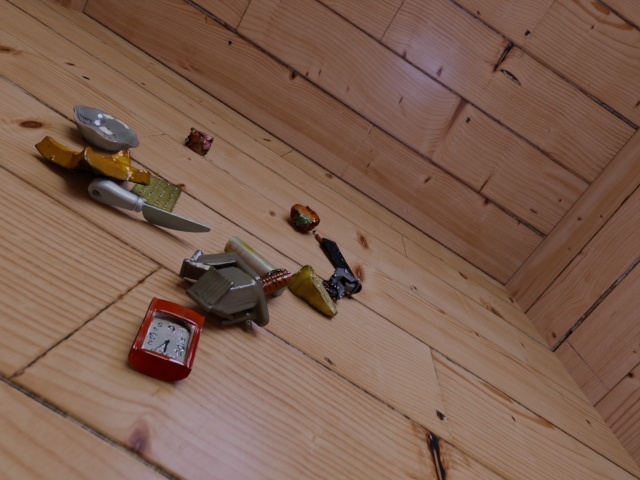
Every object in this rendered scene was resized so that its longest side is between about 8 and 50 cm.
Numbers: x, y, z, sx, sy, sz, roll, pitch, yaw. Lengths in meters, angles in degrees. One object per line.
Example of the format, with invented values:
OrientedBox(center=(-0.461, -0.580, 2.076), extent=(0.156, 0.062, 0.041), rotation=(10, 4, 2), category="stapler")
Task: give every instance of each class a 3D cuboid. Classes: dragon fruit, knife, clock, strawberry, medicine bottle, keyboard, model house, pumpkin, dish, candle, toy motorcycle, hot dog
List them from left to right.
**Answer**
OrientedBox(center=(-0.740, -0.362, 1.468), extent=(0.229, 0.081, 0.229), rotation=(33, 18, -12), category="dish")
OrientedBox(center=(-0.612, -0.220, 1.236), extent=(0.258, 0.095, 0.290), rotation=(21, 9, 28), category="pumpkin")
OrientedBox(center=(-0.470, -0.077, 1.194), extent=(0.331, 0.080, 0.044), rotation=(25, 41, -17), category="knife")
OrientedBox(center=(-0.294, 0.191, 0.827), extent=(0.113, 0.061, 0.155), rotation=(27, 22, -18), category="clock")
OrientedBox(center=(-0.576, -0.470, 2.004), extent=(0.147, 0.102, 0.096), rotation=(35, 8, 38), category="dragon fruit")
OrientedBox(center=(-0.238, 0.113, 1.032), extent=(0.188, 0.122, 0.229), rotation=(3, 31, -50), category="model house")
OrientedBox(center=(-0.191, 0.075, 1.291), extent=(0.218, 0.074, 0.074), rotation=(36, 18, 16), category="medicine bottle")
OrientedBox(center=(-0.146, 0.117, 1.198), extent=(0.144, 0.038, 0.062), rotation=(-19, 60, -22), category="hot dog")
OrientedBox(center=(-0.078, -0.097, 1.907), extent=(0.140, 0.085, 0.192), rotation=(3, 29, -44), category="strawberry")
OrientedBox(center=(0.000, -0.001, 1.893), extent=(0.026, 0.021, 0.167), rotation=(20, 23, -38), category="candle")
OrientedBox(center=(0.074, 0.078, 1.785), extent=(0.087, 0.017, 0.251), rotation=(19, 30, -38), category="keyboard")
OrientedBox(center=(0.076, 0.162, 1.518), extent=(0.122, 0.080, 0.215), rotation=(34, 23, 10), category="toy motorcycle")

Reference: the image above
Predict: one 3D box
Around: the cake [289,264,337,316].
OrientedBox(center=(-0.034, 0.176, 1.352), extent=(0.185, 0.116, 0.080), rotation=(62, 16, -17), category="cake")

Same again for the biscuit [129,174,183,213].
OrientedBox(center=(-0.524, -0.150, 1.385), extent=(0.139, 0.016, 0.231), rotation=(27, 19, -19), category="biscuit")
